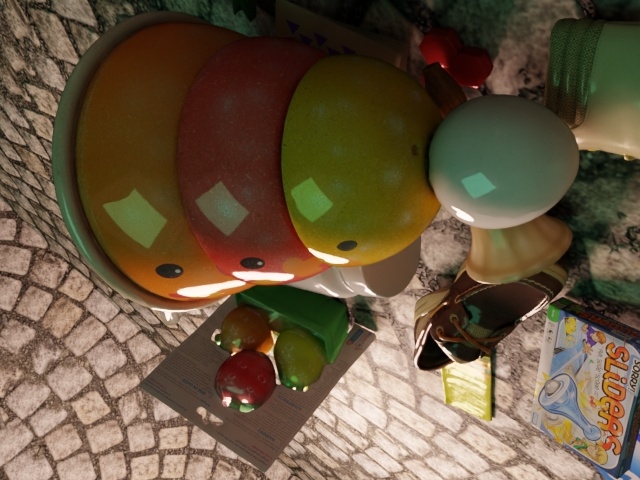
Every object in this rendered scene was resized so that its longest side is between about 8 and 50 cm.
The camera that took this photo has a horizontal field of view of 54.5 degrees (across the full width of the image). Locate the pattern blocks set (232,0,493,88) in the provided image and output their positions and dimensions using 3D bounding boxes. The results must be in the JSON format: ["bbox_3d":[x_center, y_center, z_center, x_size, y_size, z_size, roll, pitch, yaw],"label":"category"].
[{"bbox_3d":[0.025,-0.209,0.761,0.325,0.026,0.285,33,150,8],"label":"pattern blocks set"}]

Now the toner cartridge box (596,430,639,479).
[{"bbox_3d":[0.501,0.333,0.899,0.348,0.075,0.165,48,149,-12],"label":"toner cartridge box"}]

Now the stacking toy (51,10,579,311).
[{"bbox_3d":[0.003,-0.080,0.628,0.480,0.350,0.350,3,135,36],"label":"stacking toy"}]

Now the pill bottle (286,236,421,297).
[{"bbox_3d":[0.000,0.000,0.947,0.283,0.160,0.160,9,138,45],"label":"pill bottle"}]

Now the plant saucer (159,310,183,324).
[{"bbox_3d":[-0.207,-0.067,0.999,0.101,0.400,0.400,-3,148,-8],"label":"plant saucer"}]

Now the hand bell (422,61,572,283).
[{"bbox_3d":[0.173,-0.085,0.684,0.126,0.126,0.242,-3,123,52],"label":"hand bell"}]

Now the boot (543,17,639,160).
[{"bbox_3d":[0.308,-0.076,0.543,0.204,0.095,0.261,11,138,41],"label":"boot"}]

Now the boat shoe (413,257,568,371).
[{"bbox_3d":[0.213,0.115,0.862,0.123,0.123,0.342,25,155,-8],"label":"boat shoe"}]

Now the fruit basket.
[{"bbox_3d":[-0.116,0.240,1.219,0.327,0.353,0.165,22,145,29],"label":"fruit basket"}]

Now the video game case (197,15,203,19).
[{"bbox_3d":[-0.149,-0.243,0.942,0.119,0.015,0.166,37,151,5],"label":"video game case"}]

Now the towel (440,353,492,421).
[{"bbox_3d":[0.262,0.253,1.129,0.102,0.021,0.237,22,146,32],"label":"towel"}]

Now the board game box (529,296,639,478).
[{"bbox_3d":[0.352,0.191,0.813,0.136,0.035,0.201,28,127,48],"label":"board game box"}]
